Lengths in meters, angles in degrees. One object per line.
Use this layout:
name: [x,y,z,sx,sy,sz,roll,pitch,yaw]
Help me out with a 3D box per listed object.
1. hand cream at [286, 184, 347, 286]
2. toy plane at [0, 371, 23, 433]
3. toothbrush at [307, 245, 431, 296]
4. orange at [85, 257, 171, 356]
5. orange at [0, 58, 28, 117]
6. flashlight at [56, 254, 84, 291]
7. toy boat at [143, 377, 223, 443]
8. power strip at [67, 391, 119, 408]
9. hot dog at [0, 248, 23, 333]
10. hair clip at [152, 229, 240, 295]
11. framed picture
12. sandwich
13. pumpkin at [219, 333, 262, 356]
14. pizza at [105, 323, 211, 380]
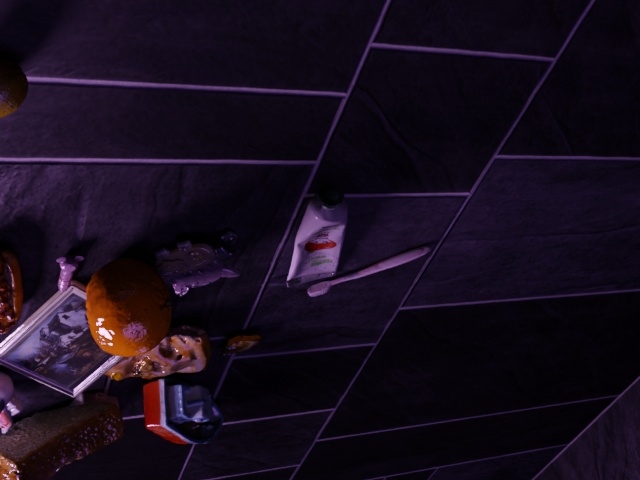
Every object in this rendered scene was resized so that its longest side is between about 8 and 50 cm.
hand cream: [0.000,0.000,1.841,0.121,0.076,0.336,-10,149,-15]
toy plane: [-0.760,0.365,1.850,0.252,0.118,0.252,-17,144,-13]
toothbrush: [0.114,0.071,2.017,0.307,0.025,0.029,-20,153,-3]
orange: [-0.369,0.130,1.686,0.161,0.193,0.193,-12,144,-3]
orange: [-0.474,-0.222,1.265,0.095,0.085,0.085,-25,145,7]
flashlight: [-0.490,0.059,1.670,0.052,0.031,0.110,-3,145,-28]
toy boat: [-0.312,0.420,2.125,0.133,0.145,0.332,-11,158,8]
power strip: [-0.634,0.489,2.141,0.106,0.043,0.367,19,128,-42]
hot dog: [-0.609,0.099,1.617,0.102,0.076,0.249,-4,142,-19]
hair clip: [-0.250,0.042,1.758,0.187,0.056,0.146,-27,138,11]
framed picture: [-0.520,0.218,1.824,0.296,0.019,0.232,-39,128,22]
sandwich: [-0.630,0.453,1.990,0.288,0.254,0.100,-27,108,-37]
pumpkin: [-0.194,0.245,2.074,0.101,0.035,0.073,-11,155,-21]
pizza: [-0.389,0.261,1.952,0.296,0.071,0.189,-1,144,-18]
